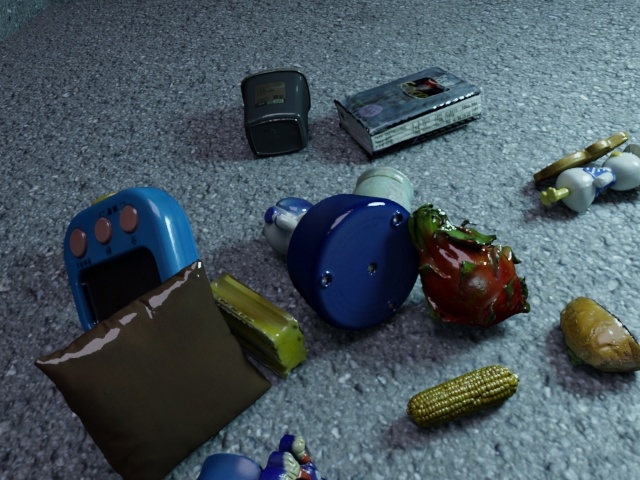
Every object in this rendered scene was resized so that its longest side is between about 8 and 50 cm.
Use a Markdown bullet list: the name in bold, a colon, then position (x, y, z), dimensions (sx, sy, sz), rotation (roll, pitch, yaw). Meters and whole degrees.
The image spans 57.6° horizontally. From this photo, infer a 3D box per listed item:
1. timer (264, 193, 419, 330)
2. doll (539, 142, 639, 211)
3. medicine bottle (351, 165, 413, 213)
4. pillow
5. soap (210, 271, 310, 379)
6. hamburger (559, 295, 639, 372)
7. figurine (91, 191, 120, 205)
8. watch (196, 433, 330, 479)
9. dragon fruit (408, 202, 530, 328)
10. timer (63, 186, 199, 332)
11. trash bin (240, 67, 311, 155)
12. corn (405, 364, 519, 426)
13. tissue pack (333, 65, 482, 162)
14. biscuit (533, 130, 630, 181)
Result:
- **timer**: position (0.000, 0.000, 1.256), dimensions (0.270, 0.270, 0.383), rotation (-31, 32, -21)
- **doll**: position (0.656, -0.145, 1.348), dimensions (0.293, 0.119, 0.138), rotation (-17, -1, -4)
- **medicine bottle**: position (0.139, -0.082, 1.364), dimensions (0.147, 0.147, 0.143), rotation (3, 40, 15)
- **pillow**: position (-0.264, 0.230, 0.995), dimensions (0.305, 0.307, 0.108), rotation (-37, 25, -27)
- **soap**: position (-0.135, 0.163, 1.155), dimensions (0.233, 0.135, 0.076), rotation (26, 53, 35)
- **hamburger**: position (0.489, 0.176, 1.043), dimensions (0.102, 0.087, 0.176), rotation (-21, 45, -14)
- **figurine**: position (-0.444, -0.010, 1.386), dimensions (0.215, 0.215, 0.228), rotation (-6, 55, 6)
- **watch**: position (-0.096, 0.400, 0.861), dimensions (0.200, 0.196, 0.171), rotation (-13, 26, 31)
- **dragon fruit**: position (0.286, 0.044, 1.114), dimensions (0.200, 0.269, 0.198), rotation (-15, 11, 3)
- **timer**: position (-0.377, 0.065, 1.174), dimensions (0.340, 0.309, 0.115), rotation (-18, -4, 35)
- **trash bin**: position (-0.133, -0.398, 1.762), dimensions (0.210, 0.182, 0.290), rotation (-7, 47, 3)
- **corn**: position (0.248, 0.267, 1.007), dimensions (0.207, 0.068, 0.068), rotation (-16, 41, -7)
- **tissue pack**: position (0.253, -0.382, 1.701), dimensions (0.361, 0.122, 0.259), rotation (-21, 39, -9)
- **biscuit**: position (0.626, -0.194, 1.404), dimensions (0.226, 0.166, 0.036), rotation (-23, 83, -4)
